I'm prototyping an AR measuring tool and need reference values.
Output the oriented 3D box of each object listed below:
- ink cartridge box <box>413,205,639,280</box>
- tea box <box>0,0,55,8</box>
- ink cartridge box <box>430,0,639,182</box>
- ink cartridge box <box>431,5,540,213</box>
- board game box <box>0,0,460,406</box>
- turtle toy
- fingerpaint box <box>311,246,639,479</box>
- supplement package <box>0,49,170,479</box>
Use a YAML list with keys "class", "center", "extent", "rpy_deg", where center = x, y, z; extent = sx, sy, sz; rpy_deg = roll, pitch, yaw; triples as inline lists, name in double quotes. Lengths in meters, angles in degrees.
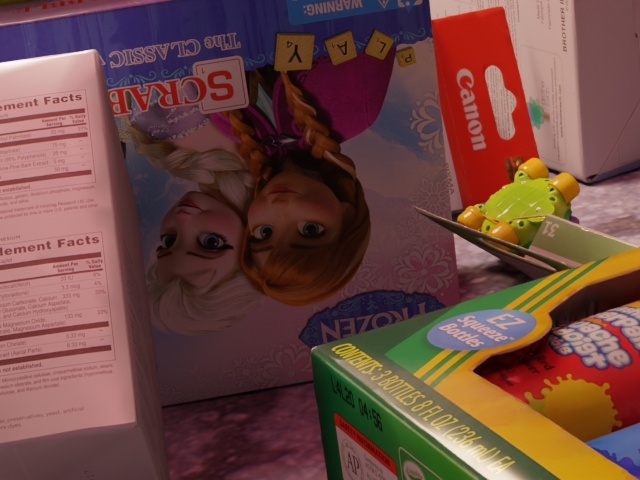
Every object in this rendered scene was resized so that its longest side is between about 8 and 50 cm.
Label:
- class: "ink cartridge box"
  center: [0.201, 0.022, 1.266]
  extent: [0.235, 0.056, 0.171]
  rpy_deg: [32, -6, -36]
- class: "tea box"
  center: [-0.188, -0.188, 1.435]
  extent: [0.329, 0.324, 0.220]
  rpy_deg: [-7, 32, -5]
- class: "ink cartridge box"
  center: [0.204, -0.243, 1.869]
  extent: [0.151, 0.270, 0.395]
  rpy_deg: [-16, 22, -27]
- class: "ink cartridge box"
  center: [0.092, -0.114, 1.675]
  extent: [0.232, 0.189, 0.066]
  rpy_deg: [-13, 0, -12]
- class: "board game box"
  center: [-0.064, -0.040, 1.350]
  extent: [0.318, 0.318, 0.066]
  rpy_deg: [-10, 23, -4]
- class: "turtle toy"
  center: [0.184, -0.010, 1.539]
  extent: [0.095, 0.066, 0.130]
  rpy_deg: [-38, 30, -11]
- class: "fingerpaint box"
  center: [0.256, 0.139, 0.963]
  extent: [0.371, 0.163, 0.445]
  rpy_deg: [-16, 22, -20]
- class: "supplement package"
  center: [-0.212, 0.051, 1.157]
  extent: [0.198, 0.199, 0.263]
  rpy_deg: [-9, 62, -2]
